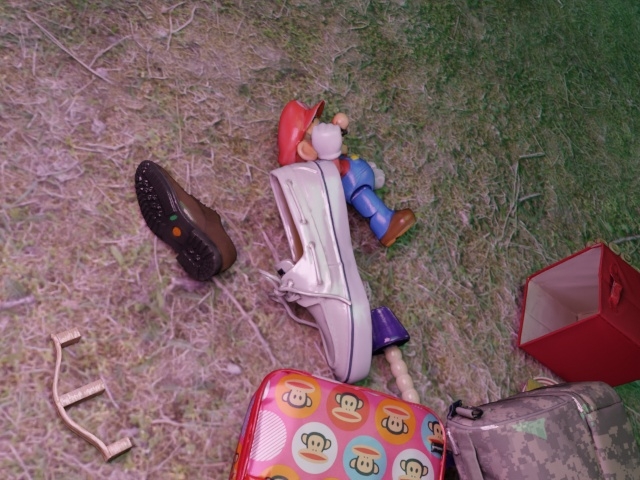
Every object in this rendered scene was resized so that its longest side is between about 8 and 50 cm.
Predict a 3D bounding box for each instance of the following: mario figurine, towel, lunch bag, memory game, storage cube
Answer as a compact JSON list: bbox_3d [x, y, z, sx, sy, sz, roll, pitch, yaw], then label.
[{"bbox_3d":[0.060,-0.147,1.167,0.320,0.198,0.170,45,62,-2],"label":"mario figurine"},{"bbox_3d":[0.413,0.296,1.172,0.083,0.009,0.060,30,50,-9],"label":"towel"},{"bbox_3d":[0.020,0.333,0.870,0.293,0.120,0.258,17,60,-8],"label":"lunch bag"},{"bbox_3d":[0.693,0.074,1.489,0.186,0.012,0.186,14,55,-21],"label":"memory game"},{"bbox_3d":[0.327,0.372,0.936,0.255,0.212,0.305,-7,80,-33],"label":"lunch bag"},{"bbox_3d":[0.526,0.155,1.220,0.193,0.215,0.184,35,49,-13],"label":"storage cube"}]

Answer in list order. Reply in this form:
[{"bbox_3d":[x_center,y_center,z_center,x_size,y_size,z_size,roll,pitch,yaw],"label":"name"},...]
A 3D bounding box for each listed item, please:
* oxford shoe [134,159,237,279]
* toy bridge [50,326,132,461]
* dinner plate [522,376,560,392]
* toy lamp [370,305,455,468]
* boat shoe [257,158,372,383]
[{"bbox_3d":[-0.219,-0.037,1.022,0.227,0.083,0.096,53,32,9],"label":"oxford shoe"},{"bbox_3d":[-0.318,0.205,0.834,0.063,0.026,0.188,-21,72,-36],"label":"toy bridge"},{"bbox_3d":[0.429,0.325,1.179,0.141,0.017,0.141,15,54,-22],"label":"dinner plate"},{"bbox_3d":[0.141,0.240,1.033,0.080,0.080,0.275,-8,64,-33],"label":"toy lamp"},{"bbox_3d":[-0.025,0.053,1.003,0.156,0.136,0.367,-8,84,-19],"label":"boat shoe"}]
